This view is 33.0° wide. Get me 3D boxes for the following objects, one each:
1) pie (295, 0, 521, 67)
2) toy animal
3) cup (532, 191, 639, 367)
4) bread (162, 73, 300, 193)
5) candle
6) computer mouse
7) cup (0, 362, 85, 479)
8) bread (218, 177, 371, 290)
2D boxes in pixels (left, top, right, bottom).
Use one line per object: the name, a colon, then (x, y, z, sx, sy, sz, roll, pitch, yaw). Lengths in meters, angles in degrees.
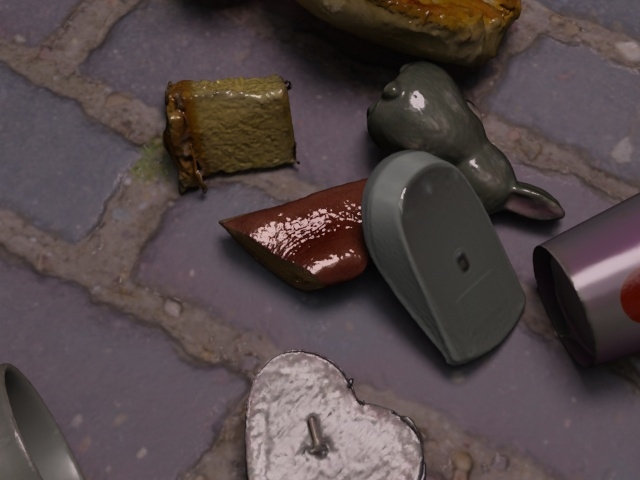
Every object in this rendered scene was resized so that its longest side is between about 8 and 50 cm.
pie: (0.075, -0.311, 1.227, 0.315, 0.092, 0.315, 17, 41, -16)
toy animal: (0.147, -0.084, 1.160, 0.108, 0.138, 0.236, -41, 85, 13)
cup: (0.374, 0.015, 1.087, 0.289, 0.203, 0.203, -21, 67, -5)
bread: (-0.104, -0.147, 1.188, 0.147, 0.127, 0.152, -9, 48, -6)
candle: (-0.006, 0.208, 1.034, 0.192, 0.068, 0.168, 39, 66, 17)
computer mouse: (0.120, 0.015, 1.103, 0.128, 0.079, 0.230, -34, 104, -30)
cup: (-0.318, 0.276, 0.950, 0.234, 0.186, 0.258, -30, 96, -6)
bread: (0.000, 0.000, 1.134, 0.193, 0.067, 0.119, -14, 62, -11)
